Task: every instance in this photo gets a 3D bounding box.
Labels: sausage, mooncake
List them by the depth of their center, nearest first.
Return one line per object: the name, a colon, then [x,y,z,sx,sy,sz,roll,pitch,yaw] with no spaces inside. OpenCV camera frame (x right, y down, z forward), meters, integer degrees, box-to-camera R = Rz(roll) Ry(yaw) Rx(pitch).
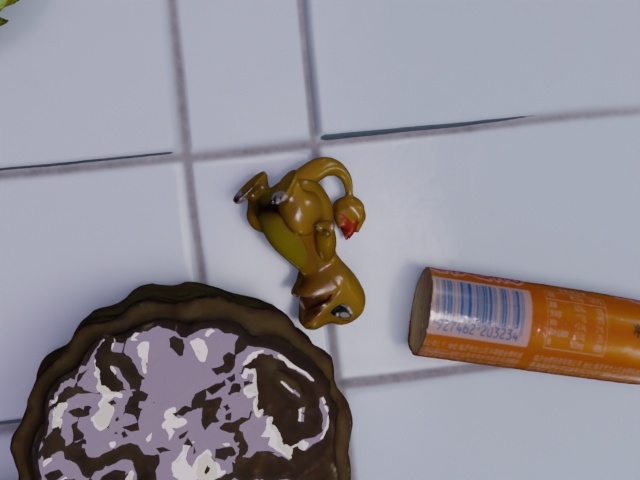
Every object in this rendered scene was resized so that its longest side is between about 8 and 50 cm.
mooncake: [-0.126,0.201,1.095,0.324,0.187,0.324,0,91,-9]
sausage: [0.249,0.093,1.198,0.312,0.093,0.093,8,92,-10]

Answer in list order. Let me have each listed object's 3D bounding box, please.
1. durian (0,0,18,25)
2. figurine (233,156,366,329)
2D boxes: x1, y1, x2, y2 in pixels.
durian: [-0.408,-0.230,1.017,0.394,0.198,0.163,-20,90,6]
figurine: [0.003,0.000,1.162,0.122,0.121,0.176,-34,113,-33]
